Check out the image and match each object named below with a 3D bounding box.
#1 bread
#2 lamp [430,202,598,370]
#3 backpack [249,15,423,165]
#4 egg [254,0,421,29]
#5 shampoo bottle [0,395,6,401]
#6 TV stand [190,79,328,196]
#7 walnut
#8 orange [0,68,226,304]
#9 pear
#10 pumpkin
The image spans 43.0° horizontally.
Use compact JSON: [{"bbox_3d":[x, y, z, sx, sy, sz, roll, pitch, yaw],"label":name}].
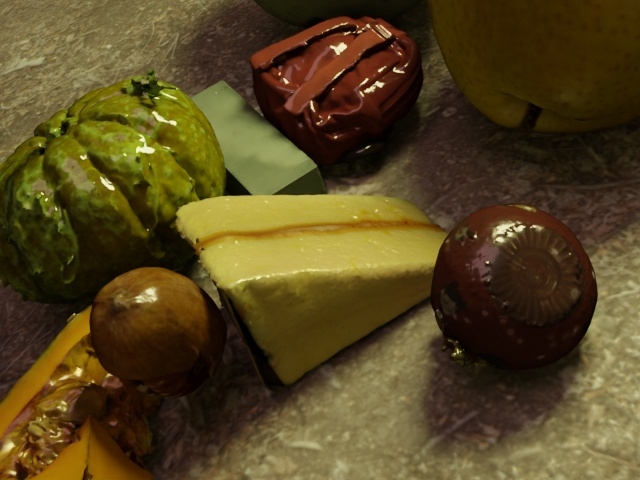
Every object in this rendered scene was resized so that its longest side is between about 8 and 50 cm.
[{"bbox_3d":[0.004,-0.001,0.850,0.264,0.163,0.167,-31,43,-10],"label":"bread"},{"bbox_3d":[0.175,0.045,0.765,0.157,0.135,0.156,3,76,-10],"label":"lamp"},{"bbox_3d":[0.028,-0.208,1.057,0.229,0.139,0.229,-12,46,12],"label":"backpack"},{"bbox_3d":[0.034,-0.472,1.148,0.345,0.345,0.428,-39,23,-16],"label":"egg"},{"bbox_3d":[-0.333,0.222,0.842,0.087,0.050,0.183,40,68,14],"label":"shampoo bottle"},{"bbox_3d":[-0.094,-0.106,1.052,0.088,0.082,0.269,-32,43,-12],"label":"TV stand"},{"bbox_3d":[-0.148,0.091,0.775,0.116,0.207,0.115,-4,72,12],"label":"walnut"},{"bbox_3d":[-0.245,-0.044,0.949,0.301,0.223,0.300,-48,27,-22],"label":"orange"},{"bbox_3d":[0.289,-0.320,0.893,0.362,0.362,0.418,10,75,30],"label":"pear"},{"bbox_3d":[-0.207,0.199,0.758,0.190,0.139,0.280,15,58,37],"label":"pumpkin"}]
